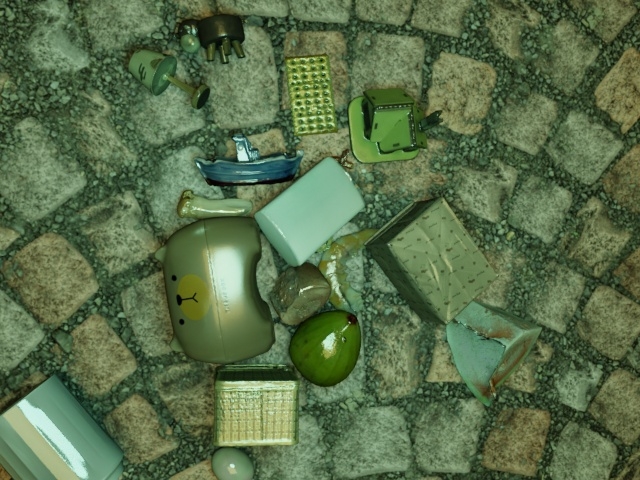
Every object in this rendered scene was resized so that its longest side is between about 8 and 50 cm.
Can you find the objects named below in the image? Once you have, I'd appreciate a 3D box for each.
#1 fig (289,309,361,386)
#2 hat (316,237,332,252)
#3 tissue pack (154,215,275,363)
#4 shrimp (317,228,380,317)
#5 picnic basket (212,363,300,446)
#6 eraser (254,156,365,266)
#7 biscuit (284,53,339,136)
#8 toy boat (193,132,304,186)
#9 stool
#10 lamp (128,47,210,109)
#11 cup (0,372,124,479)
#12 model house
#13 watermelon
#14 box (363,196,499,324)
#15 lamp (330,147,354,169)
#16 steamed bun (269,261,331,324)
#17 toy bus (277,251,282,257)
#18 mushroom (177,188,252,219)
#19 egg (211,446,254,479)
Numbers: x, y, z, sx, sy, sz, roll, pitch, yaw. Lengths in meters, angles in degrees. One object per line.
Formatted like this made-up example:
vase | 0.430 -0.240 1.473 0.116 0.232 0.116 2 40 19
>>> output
fig | 0.026 0.294 1.609 0.203 0.203 0.225 32 125 -8
hat | -0.001 0.000 1.668 0.076 0.059 0.077 4 54 28
tissue pack | -0.280 0.130 1.533 0.277 0.267 0.386 -8 94 -7
shrimp | 0.087 0.080 1.695 0.185 0.068 0.287 27 79 -13
picnic basket | -0.178 0.434 1.549 0.228 0.313 0.175 1 84 -7
eraser | -0.022 -0.085 1.587 0.290 0.104 0.189 -42 107 -28
biscuit | -0.025 -0.427 1.667 0.139 0.016 0.231 -7 94 -6
toy boat | -0.198 -0.229 1.593 0.309 0.129 0.142 -5 108 -9
stool | -0.300 -0.557 1.569 0.217 0.125 0.121 -7 96 2
lamp | -0.413 -0.442 1.555 0.215 0.121 0.121 31 88 3
cup | -0.738 0.576 1.530 0.323 0.237 0.326 -33 98 25
model house | 0.210 -0.332 1.575 0.219 0.279 0.204 -8 93 -9
watermelon | 0.545 0.318 1.688 0.290 0.213 0.319 -12 83 -9
box | 0.315 0.055 1.635 0.225 0.190 0.297 -40 97 -14
lamp | 0.053 -0.231 1.681 0.083 0.031 0.063 -19 95 -2
steamed bun | -0.067 0.145 1.623 0.175 0.145 0.106 -45 134 9
toy bus | -0.078 -0.024 1.661 0.072 0.057 0.171 15 89 -5
mushroom | -0.301 -0.096 1.623 0.209 0.084 0.071 4 136 -14
egg | -0.255 0.659 1.649 0.135 0.103 0.103 39 87 -7
